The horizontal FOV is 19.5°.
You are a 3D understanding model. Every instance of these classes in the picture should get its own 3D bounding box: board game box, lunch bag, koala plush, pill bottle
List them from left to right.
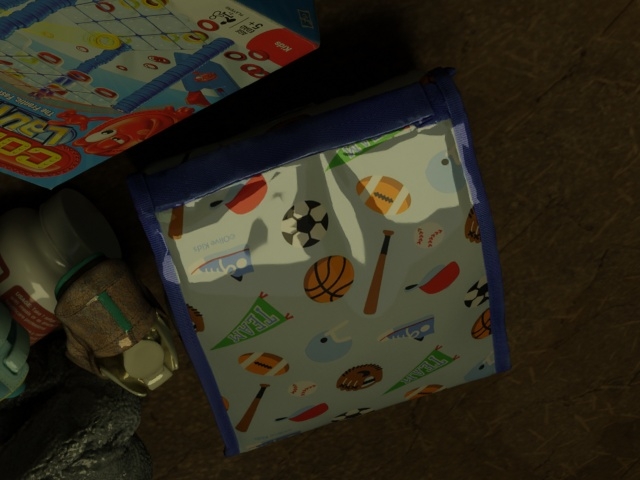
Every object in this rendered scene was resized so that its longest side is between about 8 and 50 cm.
[{"bbox_3d":[-0.305,0.045,1.819,0.216,0.121,0.121,-35,139,15],"label":"pill bottle"},{"bbox_3d":[-0.212,-0.170,1.414,0.302,0.086,0.308,-25,151,32],"label":"board game box"},{"bbox_3d":[-0.250,0.226,2.000,0.203,0.196,0.221,-33,136,-2],"label":"koala plush"},{"bbox_3d":[0.000,0.000,1.821,0.328,0.239,0.385,-20,148,-2],"label":"lunch bag"}]

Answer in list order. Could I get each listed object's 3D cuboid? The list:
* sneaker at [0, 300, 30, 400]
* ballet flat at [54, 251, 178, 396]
[{"bbox_3d":[-0.326,0.028,1.703,0.208,0.127,0.319,31,89,-30],"label":"sneaker"},{"bbox_3d":[-0.189,0.095,1.781,0.107,0.106,0.316,-42,172,-4],"label":"ballet flat"}]
